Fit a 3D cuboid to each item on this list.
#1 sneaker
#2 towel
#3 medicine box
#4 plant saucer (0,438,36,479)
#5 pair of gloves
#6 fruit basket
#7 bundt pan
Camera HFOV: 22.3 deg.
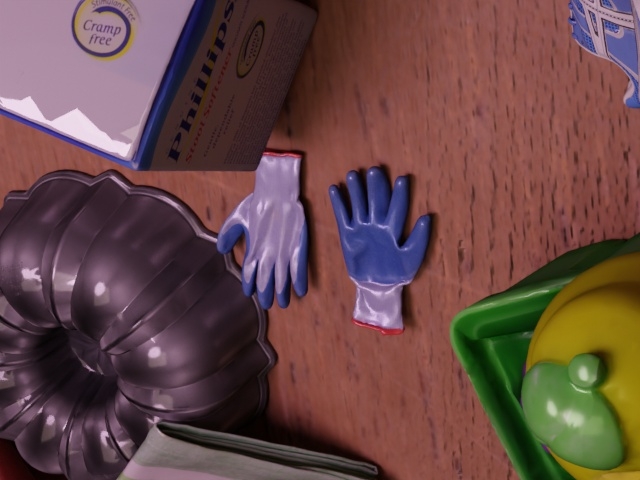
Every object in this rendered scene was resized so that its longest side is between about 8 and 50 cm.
[{"bbox_3d":[0.208,-0.185,1.190,0.081,0.080,0.211,-32,99,32],"label":"sneaker"},{"bbox_3d":[-0.112,0.302,1.573,0.247,0.038,0.325,15,131,-25],"label":"towel"},{"bbox_3d":[-0.178,-0.166,1.243,0.263,0.289,0.149,23,98,13],"label":"medicine box"},{"bbox_3d":[-0.374,0.240,1.695,0.258,0.047,0.259,-12,112,52],"label":"plant saucer"},{"bbox_3d":[0.000,0.000,1.424,0.198,0.023,0.159,11,115,18],"label":"pair of gloves"},{"bbox_3d":[0.272,0.107,1.151,0.392,0.392,0.283,-19,108,33],"label":"fruit basket"},{"bbox_3d":[-0.215,0.106,1.535,0.330,0.124,0.331,12,123,19],"label":"bundt pan"}]
